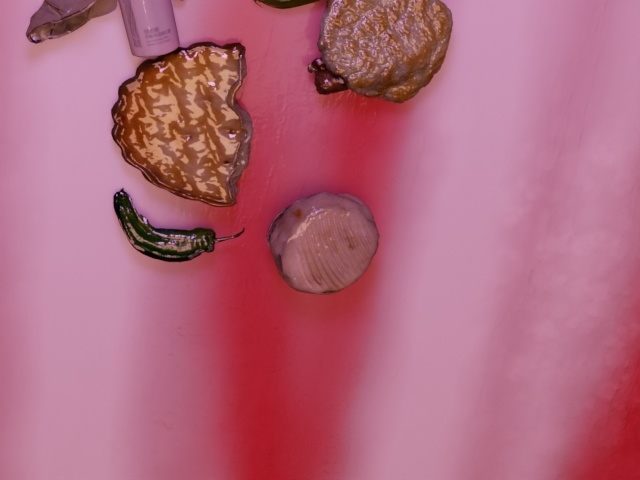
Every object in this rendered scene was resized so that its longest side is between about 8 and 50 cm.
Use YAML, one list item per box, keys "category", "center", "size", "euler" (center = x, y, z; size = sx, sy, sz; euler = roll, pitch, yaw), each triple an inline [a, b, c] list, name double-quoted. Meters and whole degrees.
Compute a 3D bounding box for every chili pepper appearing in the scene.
- category: "chili pepper"
  center: [-0.307, -0.016, 1.978]
  size: [0.279, 0.065, 0.122]
  euler: [15, 111, -11]

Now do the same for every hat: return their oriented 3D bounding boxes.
- category: "hat"
  center: [-0.467, -0.433, 1.759]
  size: [0.166, 0.122, 0.081]
  euler: [-17, 99, 25]

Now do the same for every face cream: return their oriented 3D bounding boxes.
- category: "face cream"
  center: [-0.341, -0.518, 1.744]
  size: [0.102, 0.102, 0.345]
  euler: [-13, 120, -6]

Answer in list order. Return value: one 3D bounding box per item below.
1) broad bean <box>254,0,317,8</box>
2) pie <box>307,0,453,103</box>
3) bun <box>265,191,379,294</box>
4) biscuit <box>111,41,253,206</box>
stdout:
- category: "broad bean"
  center: [-0.007, -0.507, 1.858]
  size: [0.255, 0.046, 0.065]
  euler: [-23, 100, 0]
- category: "pie"
  center: [0.124, -0.403, 1.888]
  size: [0.275, 0.105, 0.257]
  euler: [5, 113, -13]
- category: "bun"
  center: [0.000, 0.000, 2.002]
  size: [0.239, 0.141, 0.239]
  euler: [-6, 116, -13]
- category: "biscuit"
  center: [-0.241, -0.247, 1.902]
  size: [0.329, 0.078, 0.335]
  euler: [37, 100, -18]
